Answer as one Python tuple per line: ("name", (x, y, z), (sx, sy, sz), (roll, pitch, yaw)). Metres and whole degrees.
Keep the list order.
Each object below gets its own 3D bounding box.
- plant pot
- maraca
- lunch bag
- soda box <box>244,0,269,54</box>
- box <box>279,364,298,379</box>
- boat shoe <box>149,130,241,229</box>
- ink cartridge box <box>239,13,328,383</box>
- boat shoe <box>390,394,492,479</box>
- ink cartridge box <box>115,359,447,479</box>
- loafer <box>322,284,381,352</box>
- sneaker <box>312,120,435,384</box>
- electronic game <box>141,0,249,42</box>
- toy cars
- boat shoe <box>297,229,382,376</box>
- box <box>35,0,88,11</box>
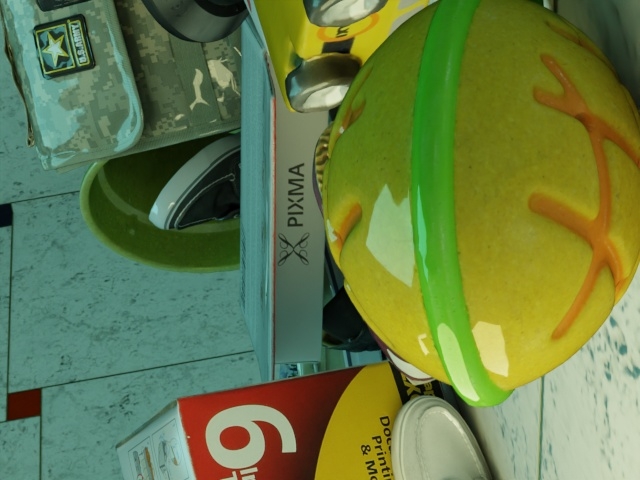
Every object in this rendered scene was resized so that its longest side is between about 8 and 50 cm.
("plant pot", (-0.141, -0.142, 1.820), (0.276, 0.276, 0.253), (80, -175, -54))
("maraca", (0.057, -0.026, 0.496), (0.185, 0.099, 0.127), (-64, -32, -55))
("lunch bag", (-0.168, -0.206, 1.493), (0.169, 0.287, 0.235), (-136, 32, -83))
("soda box", (-0.031, -0.213, 1.138), (0.216, 0.069, 0.073), (-114, 9, -61))
("box", (-0.019, 0.095, 1.740), (0.233, 0.044, 0.159), (96, 180, -57))
("boat shoe", (-0.077, -0.057, 1.558), (0.076, 0.228, 0.080), (39, 127, 14))
("ink cartridge box", (-0.028, -0.025, 1.335), (0.261, 0.066, 0.296), (-112, 21, -65))
("boat shoe", (0.095, 0.184, 0.990), (0.063, 0.066, 0.184), (134, 130, -62))
("ink cartridge box", (0.038, 0.246, 1.053), (0.130, 0.272, 0.309), (-40, 63, 56))
("loafer", (0.030, 0.072, 1.412), (0.170, 0.061, 0.062), (88, 167, -70))
("sneaker", (0.038, 0.007, 1.009), (0.084, 0.070, 0.185), (92, 164, -59))
("electronic game", (-0.097, -0.275, 1.250), (0.229, 0.048, 0.229), (-17, -71, -62))
("toy cars", (0.004, -0.216, 0.601), (0.176, 0.087, 0.393), (-120, 18, -54))
("boat shoe", (-0.002, 0.053, 1.544), (0.109, 0.094, 0.302), (-131, 28, -81))
("box", (-0.165, -0.323, 1.378), (0.059, 0.233, 0.183), (135, 120, -83))
